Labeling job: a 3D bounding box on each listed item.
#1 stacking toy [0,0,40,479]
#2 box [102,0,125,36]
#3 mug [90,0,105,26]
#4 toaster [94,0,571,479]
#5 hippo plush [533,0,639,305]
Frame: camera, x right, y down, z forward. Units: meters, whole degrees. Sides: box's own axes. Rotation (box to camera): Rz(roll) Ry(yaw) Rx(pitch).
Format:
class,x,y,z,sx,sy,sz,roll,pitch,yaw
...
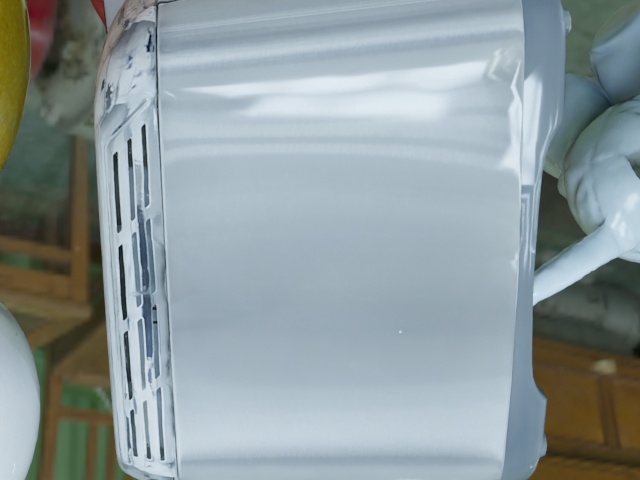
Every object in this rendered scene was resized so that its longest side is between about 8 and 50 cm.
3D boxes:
class,x,y,z,sx,sy,sz,roll,pitch,yaw
stacking toy,-0.229,-0.095,0.516,0.350,0.480,0.350,-15,-167,3
box,-0.046,-0.150,0.606,0.114,0.207,0.036,-7,178,17
mug,-0.106,-0.110,0.929,0.150,0.169,0.113,18,110,-15
toaster,0.000,0.000,0.468,0.146,0.129,0.227,-2,112,-4
hippo plush,0.295,-0.036,0.924,0.236,0.294,0.234,39,117,-17
